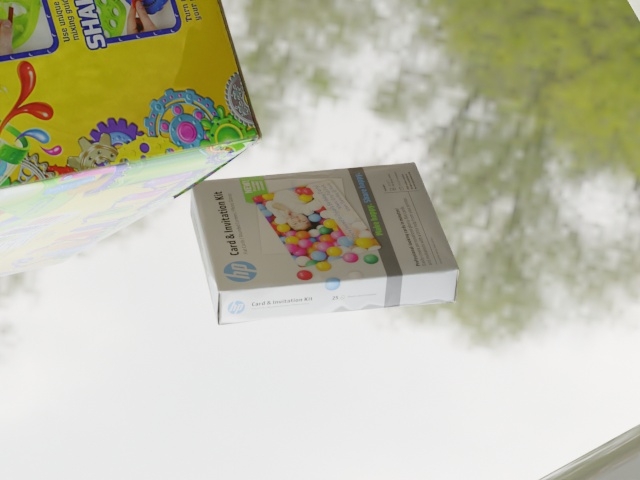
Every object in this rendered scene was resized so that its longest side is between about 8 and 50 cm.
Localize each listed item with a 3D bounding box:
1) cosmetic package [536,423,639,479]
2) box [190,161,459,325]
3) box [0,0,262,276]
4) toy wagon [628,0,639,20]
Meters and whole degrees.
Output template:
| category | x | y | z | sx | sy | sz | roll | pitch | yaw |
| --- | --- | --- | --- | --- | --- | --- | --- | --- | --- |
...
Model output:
| category | x | y | z | sx | sy | sz | roll | pitch | yaw |
| --- | --- | --- | --- | --- | --- | --- | --- | --- | --- |
| cosmetic package | 0.258 | 0.271 | 1.628 | 0.365 | 0.197 | 0.155 | -27 | 179 | -6 |
| box | 0.000 | 0.000 | 1.536 | 0.186 | 0.038 | 0.145 | -6 | -142 | -10 |
| box | -0.234 | -0.071 | 1.056 | 0.279 | 0.177 | 0.290 | -14 | 174 | -31 |
| toy wagon | 0.178 | -0.206 | 1.025 | 0.267 | 0.068 | 0.344 | 38 | -147 | -38 |
